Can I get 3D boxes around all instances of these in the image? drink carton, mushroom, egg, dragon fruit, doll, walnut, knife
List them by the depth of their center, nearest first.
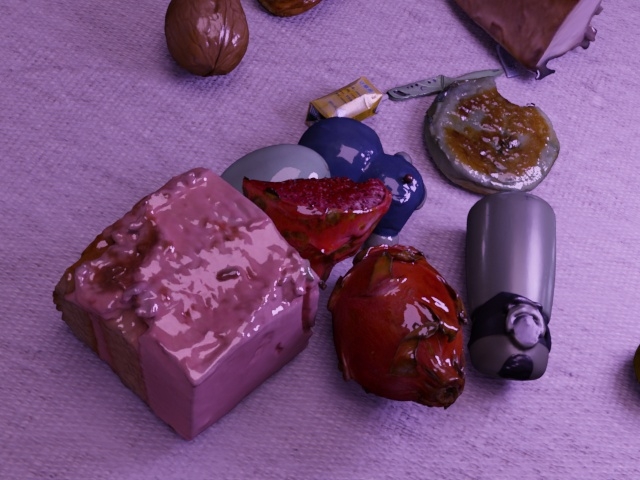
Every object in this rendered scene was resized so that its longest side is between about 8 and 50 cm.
[{"bbox_3d":[0.126,0.145,1.554,0.250,0.250,0.315,-16,67,-23],"label":"dragon fruit"},{"bbox_3d":[0.000,0.000,1.556,0.262,0.211,0.134,-6,37,-27],"label":"dragon fruit"},{"bbox_3d":[-0.089,-0.078,1.653,0.231,0.168,0.168,-30,67,5],"label":"egg"},{"bbox_3d":[0.070,-0.119,1.763,0.258,0.154,0.228,31,60,13],"label":"doll"},{"bbox_3d":[-0.222,-0.412,1.843,0.167,0.167,0.207,0,58,-15],"label":"walnut"},{"bbox_3d":[0.069,-0.275,1.889,0.200,0.074,0.084,-31,63,-29],"label":"drink carton"},{"bbox_3d":[0.270,-0.339,2.018,0.293,0.020,0.043,-17,67,-23],"label":"knife"},{"bbox_3d":[0.456,-0.607,2.076,0.224,0.313,0.397,-23,60,-40],"label":"mushroom"}]

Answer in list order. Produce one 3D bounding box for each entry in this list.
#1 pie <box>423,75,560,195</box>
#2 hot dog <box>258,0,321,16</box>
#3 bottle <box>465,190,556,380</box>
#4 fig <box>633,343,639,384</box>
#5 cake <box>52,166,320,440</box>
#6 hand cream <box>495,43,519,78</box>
[{"bbox_3d":[0.350,-0.214,1.934,0.302,0.067,0.302,7,59,-12],"label":"pie"},{"bbox_3d":[-0.033,-0.595,2.032,0.196,0.122,0.272,40,56,9],"label":"hot dog"},{"bbox_3d":[0.341,0.090,1.687,0.168,0.168,0.347,12,60,-8],"label":"bottle"},{"bbox_3d":[0.658,0.243,1.709,0.186,0.148,0.142,60,38,-21],"label":"fig"},{"bbox_3d":[-0.203,0.094,1.461,0.307,0.293,0.314,43,64,15],"label":"cake"},{"bbox_3d":[0.414,-0.403,2.098,0.030,0.019,0.093,-11,65,-20],"label":"hand cream"}]
